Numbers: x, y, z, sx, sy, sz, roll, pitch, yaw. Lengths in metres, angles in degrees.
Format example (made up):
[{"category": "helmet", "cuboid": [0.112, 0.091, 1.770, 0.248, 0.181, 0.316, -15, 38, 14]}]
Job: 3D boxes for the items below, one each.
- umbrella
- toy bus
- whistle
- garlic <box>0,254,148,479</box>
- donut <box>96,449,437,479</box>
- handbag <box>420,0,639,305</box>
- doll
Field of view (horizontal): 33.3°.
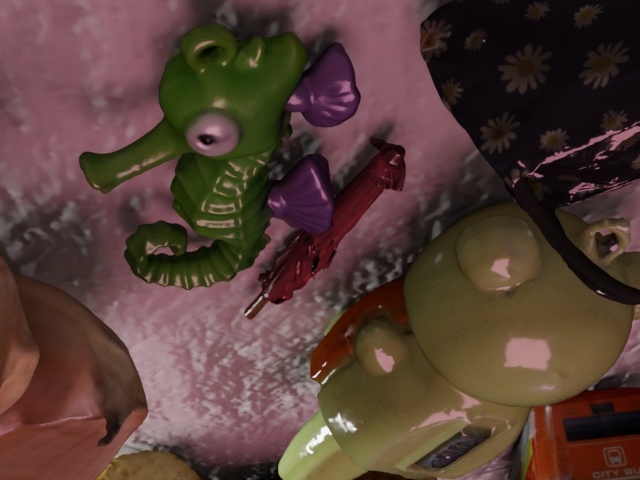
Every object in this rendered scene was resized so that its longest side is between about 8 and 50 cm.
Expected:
[{"category": "umbrella", "cuboid": [0.000, 0.000, 0.546, 0.025, 0.027, 0.165, 31, 139, -10]}, {"category": "toy bus", "cuboid": [0.201, 0.212, 0.828, 0.121, 0.120, 0.265, -7, 147, -2]}, {"category": "whistle", "cuboid": [0.066, 0.068, 0.592, 0.131, 0.106, 0.288, 12, 141, -32]}, {"category": "garlic", "cuboid": [-0.224, 0.090, 0.475, 0.286, 0.249, 0.313, 37, 108, -27]}, {"category": "donut", "cuboid": [-0.046, 0.223, 0.806, 0.295, 0.112, 0.151, 2, 148, -13]}, {"category": "handbag", "cuboid": [0.111, -0.038, 0.410, 0.115, 0.139, 0.072, -21, 153, 17]}, {"category": "doll", "cuboid": [-0.047, -0.028, 0.475, 0.115, 0.050, 0.190, -6, 149, -10]}]
